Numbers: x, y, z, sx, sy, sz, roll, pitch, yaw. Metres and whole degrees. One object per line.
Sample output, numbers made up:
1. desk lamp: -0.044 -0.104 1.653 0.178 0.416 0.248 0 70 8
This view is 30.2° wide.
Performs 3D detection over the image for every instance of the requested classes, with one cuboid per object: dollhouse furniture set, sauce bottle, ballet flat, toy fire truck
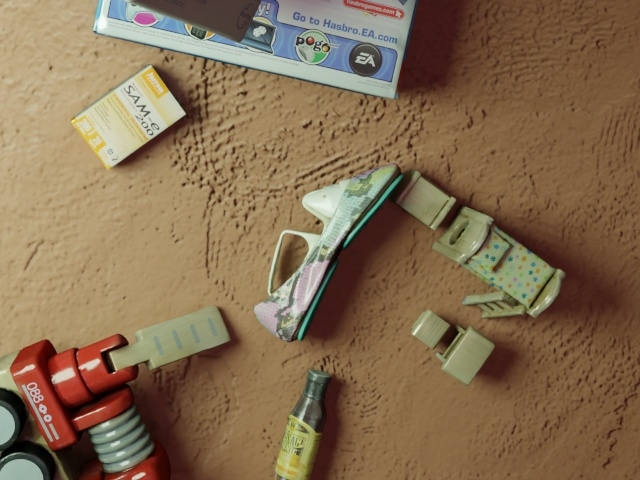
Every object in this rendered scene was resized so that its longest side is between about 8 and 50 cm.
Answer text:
1. dollhouse furniture set: 0.134 0.045 1.260 0.182 0.101 0.161 34 91 -15
2. sauce bottle: -0.018 0.204 1.286 0.042 0.042 0.128 12 94 -14
3. ballet flat: 0.000 0.000 1.246 0.079 0.077 0.222 32 92 5
4. toy fire truck: -0.198 0.181 1.204 0.246 0.158 0.217 -23 103 3

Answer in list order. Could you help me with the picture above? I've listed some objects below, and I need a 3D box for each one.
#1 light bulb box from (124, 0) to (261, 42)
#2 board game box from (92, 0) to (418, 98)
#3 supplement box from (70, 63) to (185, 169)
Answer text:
1. light bulb box: -0.166 -0.411 0.969 0.357 0.225 0.361 31 101 15
2. board game box: -0.045 -0.319 1.171 0.308 0.086 0.302 11 96 -13
3. supplement box: -0.194 -0.125 1.196 0.098 0.036 0.062 -37 105 -4
